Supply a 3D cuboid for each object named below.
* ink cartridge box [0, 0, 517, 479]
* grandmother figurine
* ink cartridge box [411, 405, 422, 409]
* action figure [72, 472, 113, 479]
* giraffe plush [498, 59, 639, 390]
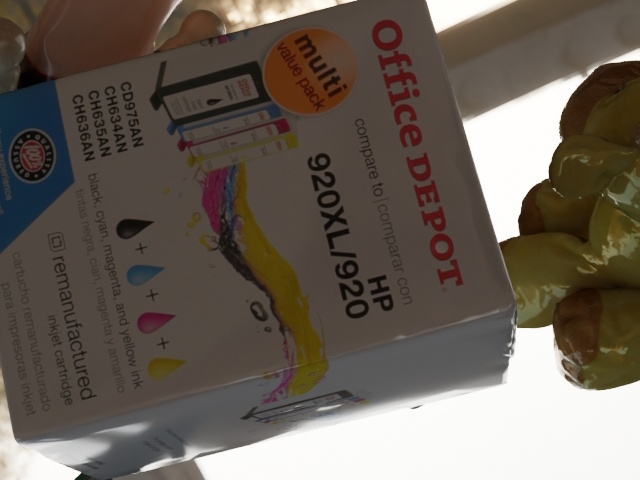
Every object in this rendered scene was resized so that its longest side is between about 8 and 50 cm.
[{"bbox_3d":[-0.034,0.004,0.743,0.232,0.171,0.168,-15,164,2],"label":"ink cartridge box"},{"bbox_3d":[-0.130,-0.105,0.830,0.208,0.104,0.342,-4,136,-50],"label":"grandmother figurine"},{"bbox_3d":[0.000,0.000,0.955,0.087,0.208,0.153,-47,150,13],"label":"ink cartridge box"},{"bbox_3d":[-0.119,0.284,1.136,0.063,0.232,0.137,-35,-171,31],"label":"action figure"},{"bbox_3d":[0.185,-0.025,0.827,0.210,0.170,0.181,20,-122,38],"label":"giraffe plush"}]
